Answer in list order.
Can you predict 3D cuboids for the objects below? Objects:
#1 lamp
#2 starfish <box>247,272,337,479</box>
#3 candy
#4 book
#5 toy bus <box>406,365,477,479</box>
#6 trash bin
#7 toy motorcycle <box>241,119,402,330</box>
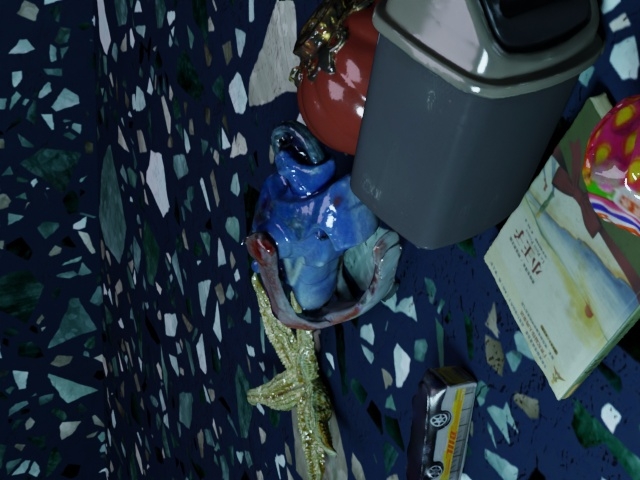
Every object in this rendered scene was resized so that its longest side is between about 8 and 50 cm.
[{"bbox_3d":[0.076,-0.199,1.362,0.227,0.226,0.227,171,90,-67],"label":"lamp"},{"bbox_3d":[-0.031,0.233,1.916,0.347,0.078,0.358,-120,31,-41],"label":"starfish"},{"bbox_3d":[0.314,-0.174,0.965,0.124,0.124,0.366,47,132,52],"label":"candy"},{"bbox_3d":[0.269,0.013,1.206,0.289,0.026,0.201,113,141,-50],"label":"book"},{"bbox_3d":[0.155,0.245,1.499,0.057,0.072,0.172,44,135,53],"label":"toy bus"},{"bbox_3d":[0.149,-0.150,1.164,0.182,0.209,0.290,40,136,28],"label":"trash bin"},{"bbox_3d":[0.014,-0.014,1.664,0.319,0.241,0.182,103,-170,-52],"label":"toy motorcycle"}]
